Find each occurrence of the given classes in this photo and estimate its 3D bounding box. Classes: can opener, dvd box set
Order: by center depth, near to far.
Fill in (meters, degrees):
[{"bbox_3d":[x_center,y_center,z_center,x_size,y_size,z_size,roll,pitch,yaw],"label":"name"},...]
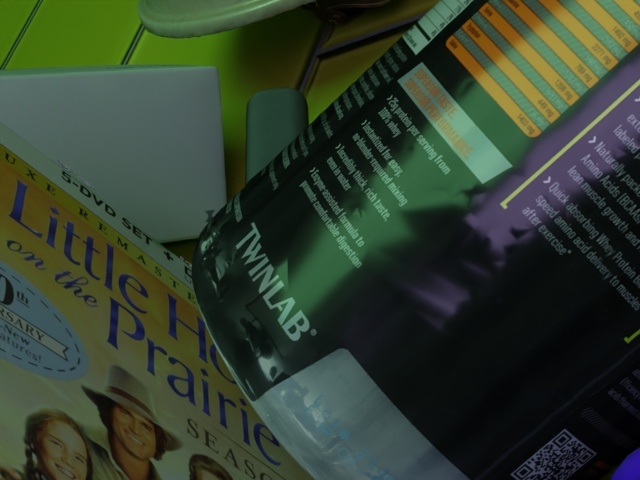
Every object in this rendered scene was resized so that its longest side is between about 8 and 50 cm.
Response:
[{"bbox_3d":[-0.071,0.134,0.447,0.062,0.307,0.420,-40,28,16],"label":"dvd box set"},{"bbox_3d":[0.000,0.000,0.792,0.095,0.076,0.283,-7,42,4],"label":"can opener"}]

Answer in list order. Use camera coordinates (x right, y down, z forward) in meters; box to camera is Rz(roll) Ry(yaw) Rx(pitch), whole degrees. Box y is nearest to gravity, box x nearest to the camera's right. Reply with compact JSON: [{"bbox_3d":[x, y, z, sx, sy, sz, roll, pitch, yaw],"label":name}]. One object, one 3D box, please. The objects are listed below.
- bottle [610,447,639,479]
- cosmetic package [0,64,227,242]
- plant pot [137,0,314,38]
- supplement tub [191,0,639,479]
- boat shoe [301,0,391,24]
[{"bbox_3d":[0.107,0.142,0.384,0.118,0.092,0.283,10,33,34],"label":"bottle"},{"bbox_3d":[-0.226,-0.066,0.938,0.224,0.224,0.138,11,106,52],"label":"cosmetic package"},{"bbox_3d":[-0.068,-0.375,0.928,0.333,0.305,0.334,-22,29,13],"label":"plant pot"},{"bbox_3d":[0.124,-0.033,0.528,0.338,0.207,0.207,-42,33,11],"label":"supplement tub"},{"bbox_3d":[0.019,-0.208,0.969,0.064,0.060,0.178,-29,27,-15],"label":"boat shoe"}]
